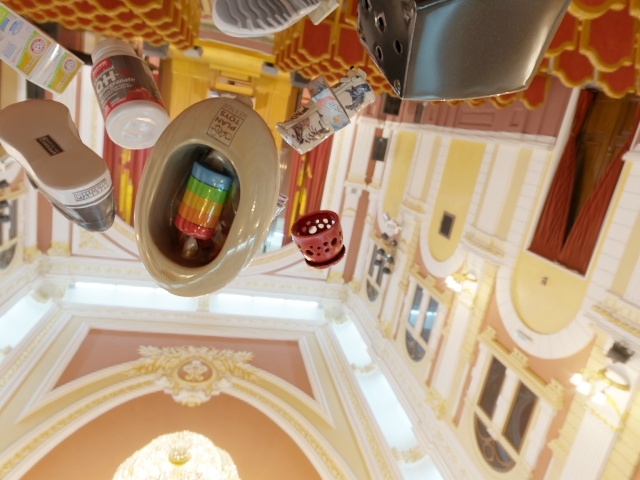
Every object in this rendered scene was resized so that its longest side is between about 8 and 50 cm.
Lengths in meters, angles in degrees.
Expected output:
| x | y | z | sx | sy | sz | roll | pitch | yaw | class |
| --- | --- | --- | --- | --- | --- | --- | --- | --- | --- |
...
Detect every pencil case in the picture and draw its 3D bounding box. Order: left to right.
| x | y | z | sx | sy | sz | roll | pitch | yaw | class |
| --- | --- | --- | --- | --- | --- | --- | --- | --- | --- |
| 0.017 | -0.511 | 1.722 | 0.160 | 0.410 | 0.183 | 52 | 177 | 28 | pencil case |

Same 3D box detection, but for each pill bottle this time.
| x | y | z | sx | sy | sz | roll | pitch | yaw | class |
| --- | --- | --- | --- | --- | --- | --- | --- | --- | --- |
| -0.580 | -0.446 | 1.298 | 0.176 | 0.176 | 0.318 | -4 | -122 | -44 | pill bottle |

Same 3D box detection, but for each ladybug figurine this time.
| x | y | z | sx | sy | sz | roll | pitch | yaw | class |
| --- | --- | --- | --- | --- | --- | --- | --- | --- | --- |
| -0.229 | -0.090 | 0.936 | 0.305 | 0.449 | 0.162 | 31 | -164 | 10 | ladybug figurine |

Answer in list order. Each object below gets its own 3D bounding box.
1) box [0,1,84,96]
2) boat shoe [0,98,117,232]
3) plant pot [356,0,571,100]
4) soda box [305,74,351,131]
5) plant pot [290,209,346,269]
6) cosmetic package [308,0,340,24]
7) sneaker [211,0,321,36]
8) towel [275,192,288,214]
| x | y | z | sx | sy | sz | roll | pitch | yaw | class |
| --- | --- | --- | --- | --- | --- | --- | --- | --- | --- |
| -0.712 | -0.467 | 1.063 | 0.203 | 0.114 | 0.103 | 37 | -179 | 10 | box |
| -0.392 | -0.117 | 0.651 | 0.108 | 0.102 | 0.301 | -33 | -124 | -31 | boat shoe |
| 0.142 | -0.271 | 0.489 | 0.167 | 0.188 | 0.187 | -23 | -115 | -8 | plant pot |
| 0.027 | -0.407 | 1.296 | 0.183 | 0.058 | 0.063 | 36 | -149 | -57 | soda box |
| 0.000 | 0.000 | 1.659 | 0.191 | 0.174 | 0.191 | -14 | -146 | 10 | plant pot |
| 0.008 | -0.866 | 1.611 | 0.060 | 0.115 | 0.041 | 53 | -153 | -8 | cosmetic package |
| -0.110 | -0.447 | 0.866 | 0.115 | 0.105 | 0.281 | -22 | -167 | 47 | sneaker |
| -0.274 | -0.159 | 1.416 | 0.317 | 0.053 | 0.332 | 22 | 173 | -9 | towel |
